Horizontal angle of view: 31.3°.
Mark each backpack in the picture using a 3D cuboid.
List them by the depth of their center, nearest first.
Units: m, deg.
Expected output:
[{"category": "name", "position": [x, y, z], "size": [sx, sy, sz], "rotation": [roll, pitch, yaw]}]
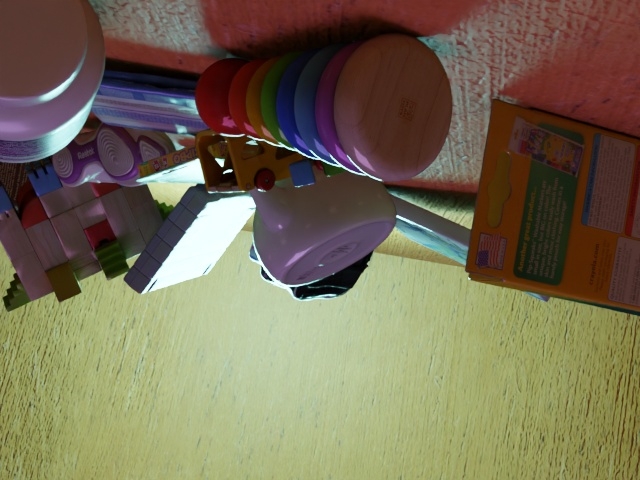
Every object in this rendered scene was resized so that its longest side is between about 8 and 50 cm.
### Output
[{"category": "backpack", "position": [0.000, 0.000, 2.227], "size": [0.191, 0.225, 0.253], "rotation": [33, -167, 32]}]

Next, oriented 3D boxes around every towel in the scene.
[{"category": "towel", "position": [-0.216, -0.184, 1.542], "size": [0.209, 0.034, 0.285], "rotation": [7, 175, -2]}]

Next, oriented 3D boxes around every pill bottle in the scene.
[{"category": "pill bottle", "position": [-0.294, -0.172, 1.097], "size": [0.169, 0.169, 0.301], "rotation": [11, 175, -15]}]

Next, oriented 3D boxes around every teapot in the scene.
[{"category": "teapot", "position": [-0.009, -0.057, 1.847], "size": [0.252, 0.187, 0.256], "rotation": [-23, 163, -16]}]

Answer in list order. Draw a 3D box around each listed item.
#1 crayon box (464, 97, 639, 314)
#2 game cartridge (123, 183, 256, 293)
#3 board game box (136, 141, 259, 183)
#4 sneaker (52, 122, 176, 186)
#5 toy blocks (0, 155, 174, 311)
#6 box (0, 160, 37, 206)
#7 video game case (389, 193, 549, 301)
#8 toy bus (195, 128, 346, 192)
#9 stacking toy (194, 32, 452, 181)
[{"category": "crayon box", "position": [0.303, -0.032, 1.358], "size": [0.323, 0.203, 0.083], "rotation": [12, 175, -24]}, {"category": "game cartridge", "position": [-0.235, -0.019, 2.202], "size": [0.068, 0.230, 0.355], "rotation": [35, -168, 9]}, {"category": "board game box", "position": [-0.176, -0.119, 1.761], "size": [0.124, 0.039, 0.259], "rotation": [-17, 179, 20]}, {"category": "sneaker", "position": [-0.319, -0.153, 1.905], "size": [0.152, 0.114, 0.305], "rotation": [-13, -169, -42]}, {"category": "toy blocks", "position": [-0.466, -0.067, 2.141], "size": [0.381, 0.261, 0.191], "rotation": [-24, -150, -10]}, {"category": "box", "position": [-0.566, -0.119, 2.420], "size": [0.381, 0.143, 0.191], "rotation": [7, 175, 44]}, {"category": "video game case", "position": [0.258, 0.007, 2.149], "size": [0.329, 0.036, 0.300], "rotation": [25, 176, 28]}, {"category": "toy bus", "position": [-0.064, -0.129, 1.511], "size": [0.191, 0.104, 0.202], "rotation": [-12, -168, 9]}, {"category": "stacking toy", "position": [-0.022, -0.141, 1.196], "size": [0.141, 0.141, 0.330], "rotation": [14, 177, -40]}]
